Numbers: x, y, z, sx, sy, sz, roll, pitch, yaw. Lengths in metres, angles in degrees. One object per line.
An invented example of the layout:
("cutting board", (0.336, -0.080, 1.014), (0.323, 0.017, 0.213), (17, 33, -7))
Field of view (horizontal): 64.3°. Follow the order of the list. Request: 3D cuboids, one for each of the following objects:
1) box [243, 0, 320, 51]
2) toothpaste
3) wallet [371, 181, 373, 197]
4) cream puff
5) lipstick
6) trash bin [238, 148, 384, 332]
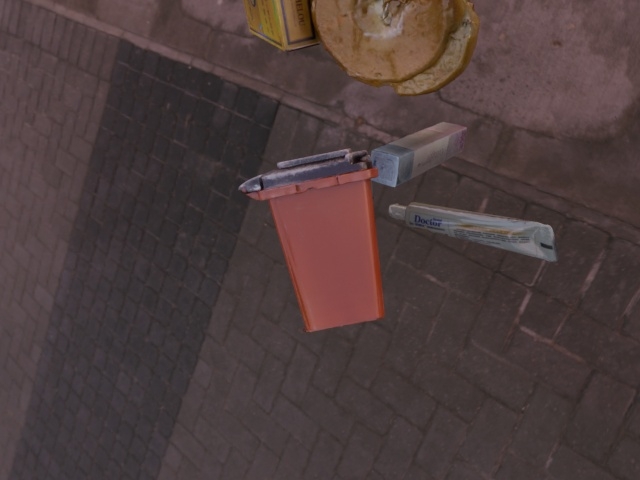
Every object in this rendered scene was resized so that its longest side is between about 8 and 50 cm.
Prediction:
("box", (-0.100, -0.533, 1.092), (0.301, 0.084, 0.193), (-127, 24, -55))
("toothpaste", (0.202, -0.020, 0.714), (0.255, 0.067, 0.037), (16, 57, 42))
("wallet", (0.023, -0.073, 1.224), (0.250, 0.176, 0.075), (-45, 64, -11))
("cream puff", (0.152, -0.453, 0.946), (0.343, 0.231, 0.327), (35, 140, -2))
("lipstick", (0.220, -0.195, 1.113), (0.068, 0.317, 0.066), (22, 123, 32))
("trash bin", (0.000, 0.000, 0.723), (0.184, 0.161, 0.239), (-9, 98, 4))
